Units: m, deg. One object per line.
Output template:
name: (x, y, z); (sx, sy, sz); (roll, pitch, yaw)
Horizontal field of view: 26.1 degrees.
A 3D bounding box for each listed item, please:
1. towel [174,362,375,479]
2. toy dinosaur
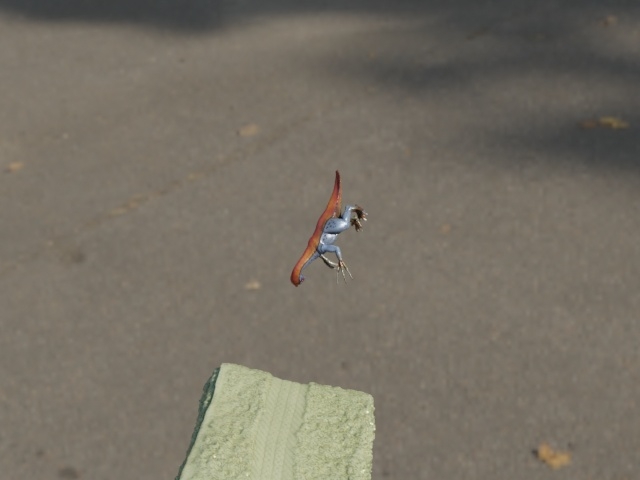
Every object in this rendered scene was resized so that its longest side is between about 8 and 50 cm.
towel: (-0.022, 0.121, 0.773); (0.110, 0.027, 0.148); (11, 29, 1)
toy dinosaur: (0.000, 0.000, 1.185); (0.082, 0.090, 0.047); (-28, -6, -21)
